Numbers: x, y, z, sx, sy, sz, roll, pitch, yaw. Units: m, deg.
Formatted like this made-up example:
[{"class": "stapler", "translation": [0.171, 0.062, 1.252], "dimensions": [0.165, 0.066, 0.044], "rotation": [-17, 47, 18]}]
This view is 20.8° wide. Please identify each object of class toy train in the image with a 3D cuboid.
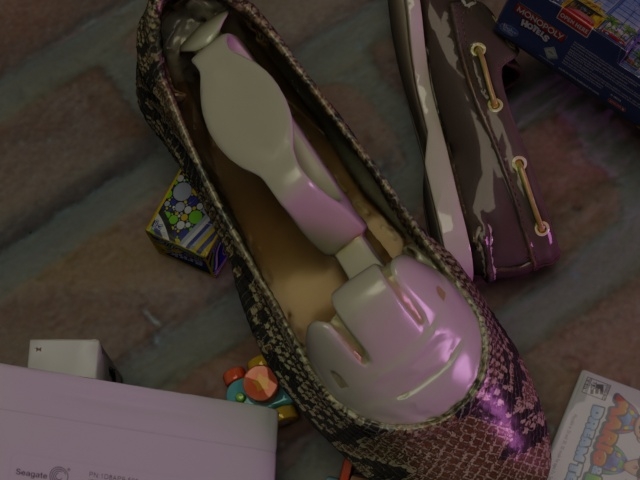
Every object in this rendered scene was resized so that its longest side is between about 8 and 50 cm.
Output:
[{"class": "toy train", "translation": [-0.012, 0.150, 1.351], "dimensions": [0.166, 0.046, 0.125], "rotation": [16, 71, 12]}]

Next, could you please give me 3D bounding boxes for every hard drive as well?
[{"class": "hard drive", "translation": [-0.151, 0.276, 1.225], "dimensions": [0.233, 0.047, 0.353], "rotation": [12, 68, -22]}]

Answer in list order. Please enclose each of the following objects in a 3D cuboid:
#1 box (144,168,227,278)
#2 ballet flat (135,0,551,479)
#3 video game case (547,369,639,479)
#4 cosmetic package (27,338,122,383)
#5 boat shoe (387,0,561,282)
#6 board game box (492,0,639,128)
[{"class": "box", "translation": [-0.075, -0.059, 1.435], "dimensions": [0.059, 0.054, 0.169], "rotation": [24, 74, 14]}, {"class": "ballet flat", "translation": [0.000, 0.000, 1.287], "dimensions": [0.164, 0.182, 0.483], "rotation": [-32, 74, -4]}, {"class": "video game case", "translation": [0.237, 0.193, 1.319], "dimensions": [0.143, 0.019, 0.157], "rotation": [21, 72, 14]}, {"class": "cosmetic package", "translation": [-0.192, 0.202, 1.324], "dimensions": [0.060, 0.099, 0.239], "rotation": [-1, 70, 7]}, {"class": "boat shoe", "translation": [0.117, -0.123, 1.408], "dimensions": [0.096, 0.116, 0.324], "rotation": [-9, 72, -2]}, {"class": "board game box", "translation": [0.268, -0.180, 1.403], "dimensions": [0.194, 0.060, 0.194], "rotation": [35, 48, 7]}]
